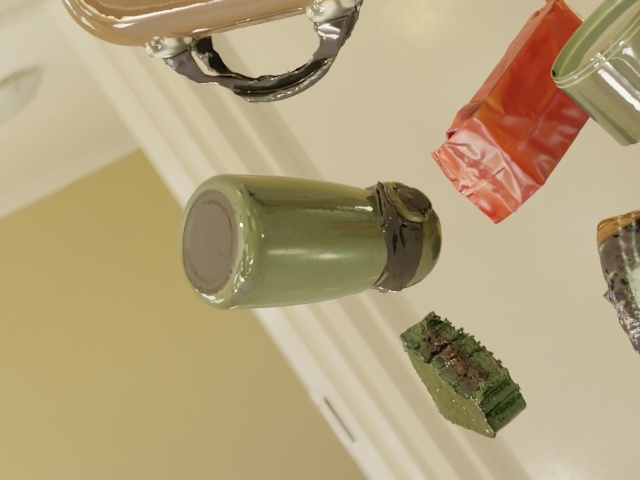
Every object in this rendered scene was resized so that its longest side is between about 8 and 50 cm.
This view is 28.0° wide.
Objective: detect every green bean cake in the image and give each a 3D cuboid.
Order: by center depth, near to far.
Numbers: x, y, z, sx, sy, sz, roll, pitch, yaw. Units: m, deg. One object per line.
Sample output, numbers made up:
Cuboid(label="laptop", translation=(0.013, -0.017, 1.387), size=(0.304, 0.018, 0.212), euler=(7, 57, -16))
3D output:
Cuboid(label="green bean cake", translation=(0.248, 0.228, 2.216), size=(0.107, 0.193, 0.208), euler=(-33, 16, -14))

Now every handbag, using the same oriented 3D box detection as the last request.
Cuboid(label="handbag", translation=(-0.069, -0.246, 1.003), size=(0.302, 0.283, 0.149), euler=(-11, 16, 11))

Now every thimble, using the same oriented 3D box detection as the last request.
Cuboid(label="thimble", translation=(0.502, 0.060, 1.871), size=(0.150, 0.237, 0.237), euler=(-19, 4, 22))

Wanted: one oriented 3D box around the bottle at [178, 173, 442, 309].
Cuboid(label="bottle", translation=(0.001, -0.001, 1.639), size=(0.347, 0.168, 0.168), euler=(-2, -23, -38))

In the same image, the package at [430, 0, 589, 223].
Cuboid(label="package", translation=(0.383, -0.247, 2.316), size=(0.423, 0.196, 0.123), euler=(-52, 10, -21))

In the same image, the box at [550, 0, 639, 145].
Cuboid(label="box", translation=(0.470, -0.271, 1.895), size=(0.226, 0.149, 0.226), euler=(-47, 10, 11))
